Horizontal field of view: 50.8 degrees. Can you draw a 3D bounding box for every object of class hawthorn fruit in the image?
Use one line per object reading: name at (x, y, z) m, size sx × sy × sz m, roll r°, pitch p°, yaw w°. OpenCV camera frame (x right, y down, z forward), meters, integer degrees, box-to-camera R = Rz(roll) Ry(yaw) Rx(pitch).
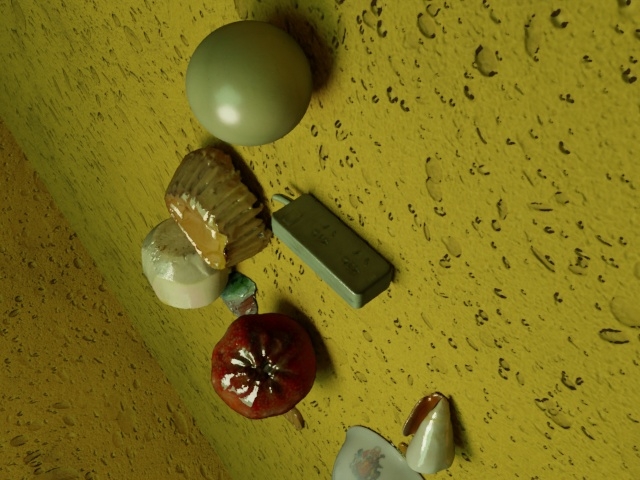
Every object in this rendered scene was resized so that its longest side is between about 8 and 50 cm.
hawthorn fruit at (-0.140, 0.290, 1.601) m, size 0.254 × 0.254 × 0.300 m, roll 59°, pitch 169°, yaw -3°

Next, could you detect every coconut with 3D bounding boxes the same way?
coconut at (-0.337, 0.059, 1.701) m, size 0.241 × 0.241 × 0.241 m, roll 40°, pitch 149°, yaw 31°

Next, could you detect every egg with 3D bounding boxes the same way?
egg at (-0.112, -0.237, 1.030) m, size 0.241 × 0.186 × 0.186 m, roll 9°, pitch 126°, yaw 63°

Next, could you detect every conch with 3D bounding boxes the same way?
conch at (0.198, 0.358, 1.247) m, size 0.104 × 0.094 × 0.176 m, roll -88°, pitch -11°, yaw -61°

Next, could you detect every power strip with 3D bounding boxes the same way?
power strip at (0.000, 0.000, 1.197) m, size 0.288 × 0.093 × 0.053 m, roll 42°, pitch 153°, yaw 27°

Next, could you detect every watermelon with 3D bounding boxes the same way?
watermelon at (-0.215, 0.159, 1.765) m, size 0.187 × 0.071 × 0.139 m, roll -2°, pitch 121°, yaw 60°

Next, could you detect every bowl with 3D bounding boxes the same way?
bowl at (0.124, 0.623, 1.582) m, size 0.345 × 0.157 × 0.346 m, roll 40°, pitch 148°, yaw 32°

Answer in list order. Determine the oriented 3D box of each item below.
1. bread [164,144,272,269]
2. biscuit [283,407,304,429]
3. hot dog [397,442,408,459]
bread at (-0.232, -0.066, 1.463) m, size 0.274 × 0.149 × 0.274 m, roll 33°, pitch 142°, yaw 30°
biscuit at (-0.101, 0.488, 1.966) m, size 0.140 × 0.023 × 0.118 m, roll 31°, pitch 143°, yaw 43°
hot dog at (0.192, 0.460, 1.441) m, size 0.083 × 0.021 × 0.037 m, roll 14°, pitch 130°, yaw 52°
